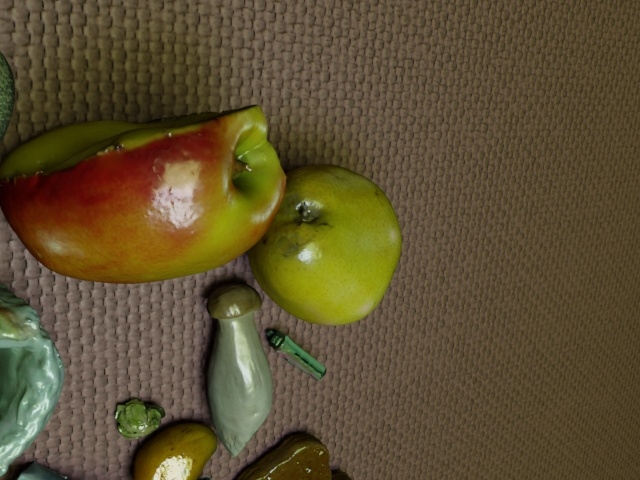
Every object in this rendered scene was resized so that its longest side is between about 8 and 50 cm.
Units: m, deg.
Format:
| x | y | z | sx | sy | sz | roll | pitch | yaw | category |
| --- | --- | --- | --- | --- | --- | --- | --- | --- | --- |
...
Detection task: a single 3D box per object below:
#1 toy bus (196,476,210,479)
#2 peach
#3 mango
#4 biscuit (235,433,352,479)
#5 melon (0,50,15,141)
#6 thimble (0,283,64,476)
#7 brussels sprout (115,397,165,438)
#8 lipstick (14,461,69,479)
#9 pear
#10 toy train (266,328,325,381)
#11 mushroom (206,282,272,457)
| x | y | z | sx | sy | sz | roll | pitch | yaw | category |
| --- | --- | --- | --- | --- | --- | --- | --- | --- | --- |
| -0.238 | 0.590 | 1.197 | 0.129 | 0.147 | 0.255 | -11 | 96 | -6 | toy bus |
| -0.263 | -0.052 | 0.926 | 0.306 | 0.381 | 0.242 | -39 | 125 | -49 | peach |
| -0.269 | 0.398 | 1.187 | 0.115 | 0.089 | 0.165 | 38 | 70 | -6 | mango |
| -0.082 | 0.591 | 1.387 | 0.359 | 0.074 | 0.380 | 20 | 92 | -36 | biscuit |
| -0.521 | -0.154 | 0.750 | 0.329 | 0.249 | 0.248 | -36 | 122 | -14 | melon |
| -0.505 | 0.199 | 0.907 | 0.288 | 0.167 | 0.254 | -58 | 138 | -14 | thimble |
| -0.315 | 0.319 | 1.158 | 0.085 | 0.058 | 0.085 | -27 | 128 | -41 | brussels sprout |
| -0.375 | 0.467 | 1.073 | 0.290 | 0.076 | 0.077 | 30 | 88 | -4 | lipstick |
| 0.010 | 0.009 | 1.114 | 0.285 | 0.336 | 0.284 | -1 | 98 | -5 | pear |
| -0.051 | 0.227 | 1.294 | 0.038 | 0.071 | 0.148 | -52 | 126 | -10 | toy train |
| -0.151 | 0.248 | 1.206 | 0.128 | 0.128 | 0.349 | -10 | 106 | -31 | mushroom |
